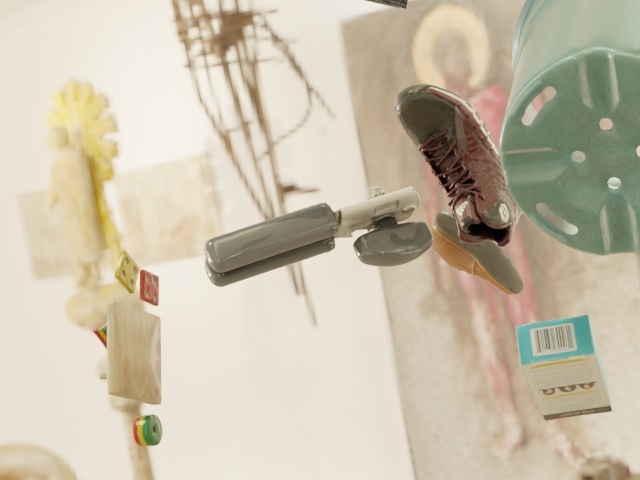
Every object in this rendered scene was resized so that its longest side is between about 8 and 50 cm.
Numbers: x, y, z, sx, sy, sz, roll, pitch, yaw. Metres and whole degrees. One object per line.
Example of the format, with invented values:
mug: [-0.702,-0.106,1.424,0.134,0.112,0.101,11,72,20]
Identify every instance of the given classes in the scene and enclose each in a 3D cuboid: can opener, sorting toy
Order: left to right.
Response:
sorting toy: [-0.282,0.157,1.940,0.046,0.275,0.132,-8,-16,22]
can opener: [0.000,0.000,1.604,0.280,0.093,0.074,-14,-29,-13]

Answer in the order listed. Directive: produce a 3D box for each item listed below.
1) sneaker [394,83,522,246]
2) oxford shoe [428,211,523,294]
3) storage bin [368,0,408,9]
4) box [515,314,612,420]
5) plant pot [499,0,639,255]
sneaker: [0.210,-0.099,2.008,0.106,0.281,0.162,-32,25,37]
oxford shoe: [0.287,0.036,2.517,0.076,0.212,0.076,-45,-8,-48]
storage bin: [0.011,-0.326,1.525,0.180,0.084,0.122,20,11,33]
box: [0.337,0.179,1.844,0.100,0.060,0.244,-10,-27,13]
plant pot: [0.371,-0.165,1.629,0.341,0.341,0.334,-10,22,24]
